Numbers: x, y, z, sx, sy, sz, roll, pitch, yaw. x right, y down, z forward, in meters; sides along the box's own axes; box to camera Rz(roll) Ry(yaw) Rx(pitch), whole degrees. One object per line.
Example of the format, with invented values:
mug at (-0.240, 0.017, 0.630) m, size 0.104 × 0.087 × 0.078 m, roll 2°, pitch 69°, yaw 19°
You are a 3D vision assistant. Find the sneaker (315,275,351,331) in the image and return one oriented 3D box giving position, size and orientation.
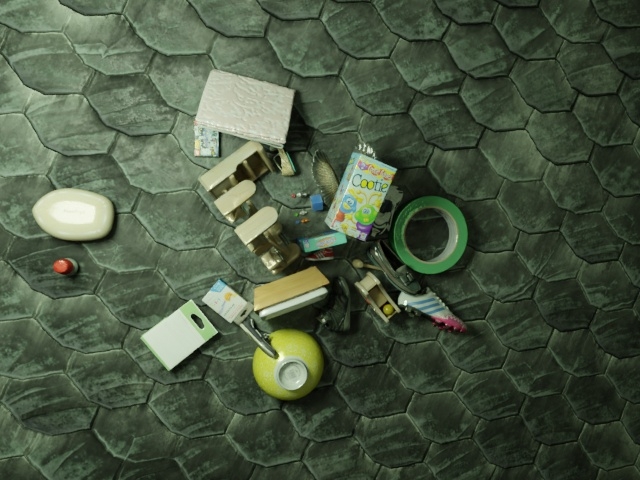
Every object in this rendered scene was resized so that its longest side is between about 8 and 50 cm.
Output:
sneaker at (0.050, 0.259, 1.863) m, size 0.130 × 0.087 × 0.227 m, roll -3°, pitch 98°, yaw -28°

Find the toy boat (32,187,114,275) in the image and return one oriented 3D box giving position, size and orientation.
toy boat at (-0.902, -0.029, 1.690) m, size 0.267 × 0.148 × 0.318 m, roll 10°, pitch 83°, yaw -15°

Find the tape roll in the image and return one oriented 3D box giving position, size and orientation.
tape roll at (0.445, -0.024, 1.932) m, size 0.321 × 0.077 × 0.321 m, roll 0°, pitch 92°, yaw -9°

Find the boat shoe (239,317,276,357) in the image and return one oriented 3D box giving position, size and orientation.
boat shoe at (-0.229, 0.370, 1.797) m, size 0.065 × 0.075 × 0.206 m, roll -40°, pitch 54°, yaw -22°

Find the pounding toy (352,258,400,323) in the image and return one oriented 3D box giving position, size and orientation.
pounding toy at (0.235, 0.182, 1.865) m, size 0.155 × 0.154 × 0.269 m, roll -40°, pitch 98°, yaw -6°

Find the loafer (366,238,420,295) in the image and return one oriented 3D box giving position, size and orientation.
loafer at (0.300, 0.107, 1.862) m, size 0.267 × 0.084 × 0.096 m, roll 44°, pitch 42°, yaw 12°

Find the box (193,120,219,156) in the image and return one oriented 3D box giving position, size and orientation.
box at (-0.439, -0.390, 1.795) m, size 0.094 × 0.027 × 0.137 m, roll -1°, pitch 93°, yaw -8°

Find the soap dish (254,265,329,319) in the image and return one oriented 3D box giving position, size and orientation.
soap dish at (-0.118, 0.203, 1.782) m, size 0.291 × 0.229 × 0.118 m, roll -20°, pitch 79°, yaw -8°

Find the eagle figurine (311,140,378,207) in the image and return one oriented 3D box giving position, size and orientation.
eagle figurine at (0.093, -0.205, 1.796) m, size 0.225 × 0.298 × 0.226 m, roll 23°, pitch 48°, yaw 27°

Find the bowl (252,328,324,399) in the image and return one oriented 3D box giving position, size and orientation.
bowl at (-0.118, 0.503, 1.821) m, size 0.289 × 0.156 × 0.289 m, roll 0°, pitch 93°, yaw -9°

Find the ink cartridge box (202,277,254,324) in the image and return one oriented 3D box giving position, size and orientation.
ink cartridge box at (-0.356, 0.245, 1.817) m, size 0.181 × 0.061 × 0.104 m, roll 40°, pitch 86°, yaw -9°

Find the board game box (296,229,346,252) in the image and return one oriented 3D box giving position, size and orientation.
board game box at (0.000, 0.000, 1.791) m, size 0.160 × 0.210 × 0.047 m, roll -13°, pitch 94°, yaw -8°

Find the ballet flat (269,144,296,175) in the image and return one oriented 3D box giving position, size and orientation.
ballet flat at (-0.160, -0.348, 1.825) m, size 0.067 × 0.073 × 0.206 m, roll -20°, pitch 92°, yaw 6°

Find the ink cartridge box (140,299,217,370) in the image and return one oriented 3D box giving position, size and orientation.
ink cartridge box at (-0.541, 0.360, 1.796) m, size 0.235 × 0.056 × 0.171 m, roll -38°, pitch 98°, yaw -9°

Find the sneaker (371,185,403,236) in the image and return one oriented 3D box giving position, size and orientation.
sneaker at (0.256, -0.108, 1.893) m, size 0.094 × 0.153 × 0.235 m, roll 20°, pitch 51°, yaw 4°

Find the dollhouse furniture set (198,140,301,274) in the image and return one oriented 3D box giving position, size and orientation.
dollhouse furniture set at (-0.213, -0.133, 1.690) m, size 0.256 × 0.362 × 0.394 m, roll -38°, pitch 68°, yaw -4°

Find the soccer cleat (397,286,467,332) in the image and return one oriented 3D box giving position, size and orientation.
soccer cleat at (0.476, 0.277, 1.931) m, size 0.331 × 0.116 × 0.143 m, roll 24°, pitch 69°, yaw -15°

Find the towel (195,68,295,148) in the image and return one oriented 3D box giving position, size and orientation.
towel at (-0.270, -0.495, 1.729) m, size 0.332 × 0.053 × 0.317 m, roll 12°, pitch 54°, yaw -10°

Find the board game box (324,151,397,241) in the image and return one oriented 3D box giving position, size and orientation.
board game box at (0.139, -0.158, 1.667) m, size 0.142 × 0.144 × 0.275 m, roll 20°, pitch 100°, yaw -12°

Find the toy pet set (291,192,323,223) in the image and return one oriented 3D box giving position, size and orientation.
toy pet set at (-0.050, -0.134, 1.851) m, size 0.114 × 0.065 × 0.122 m, roll -11°, pitch 94°, yaw -9°

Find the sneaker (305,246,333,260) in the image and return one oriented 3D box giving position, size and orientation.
sneaker at (-0.005, 0.047, 1.877) m, size 0.118 × 0.042 × 0.067 m, roll -4°, pitch 97°, yaw -17°
